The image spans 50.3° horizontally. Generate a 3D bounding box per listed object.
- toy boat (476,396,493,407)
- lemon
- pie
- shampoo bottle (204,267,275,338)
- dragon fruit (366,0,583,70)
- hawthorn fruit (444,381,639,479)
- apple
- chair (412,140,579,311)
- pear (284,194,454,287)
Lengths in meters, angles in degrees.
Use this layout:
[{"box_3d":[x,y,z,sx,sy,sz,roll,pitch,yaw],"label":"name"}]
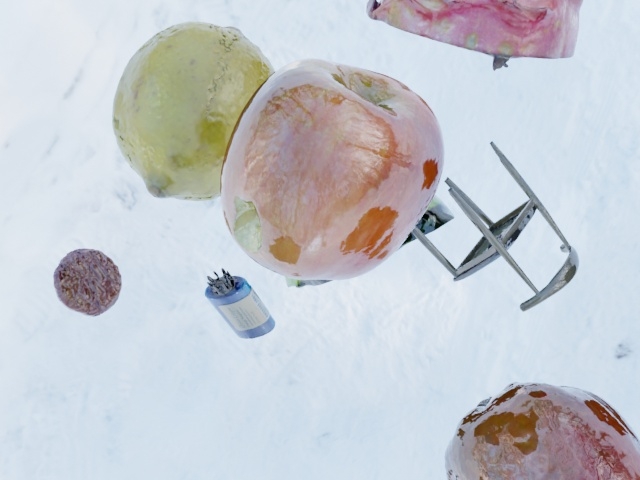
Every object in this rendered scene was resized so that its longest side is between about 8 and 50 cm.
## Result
[{"box_3d":[0.272,0.265,1.061,0.047,0.149,0.049,-44,71,11],"label":"toy boat"},{"box_3d":[-0.196,-0.199,1.079,0.257,0.258,0.310,14,71,13],"label":"lemon"},{"box_3d":[-0.482,0.087,1.418,0.036,0.154,0.155,-15,72,41],"label":"pie"},{"box_3d":[-0.157,0.121,1.295,0.087,0.183,0.050,-13,47,15],"label":"shampoo bottle"},{"box_3d":[0.285,-0.458,1.189,0.386,0.371,0.249,4,116,-12],"label":"dragon fruit"},{"box_3d":[0.284,0.298,0.823,0.261,0.258,0.258,35,85,28],"label":"hawthorn fruit"},{"box_3d":[0.007,-0.065,0.751,0.242,0.242,0.241,30,120,15],"label":"apple"},{"box_3d":[0.325,-0.007,1.269,0.272,0.166,0.188,46,57,0],"label":"chair"},{"box_3d":[0.074,-0.048,1.491,0.398,0.399,0.165,-25,94,4],"label":"pear"}]
